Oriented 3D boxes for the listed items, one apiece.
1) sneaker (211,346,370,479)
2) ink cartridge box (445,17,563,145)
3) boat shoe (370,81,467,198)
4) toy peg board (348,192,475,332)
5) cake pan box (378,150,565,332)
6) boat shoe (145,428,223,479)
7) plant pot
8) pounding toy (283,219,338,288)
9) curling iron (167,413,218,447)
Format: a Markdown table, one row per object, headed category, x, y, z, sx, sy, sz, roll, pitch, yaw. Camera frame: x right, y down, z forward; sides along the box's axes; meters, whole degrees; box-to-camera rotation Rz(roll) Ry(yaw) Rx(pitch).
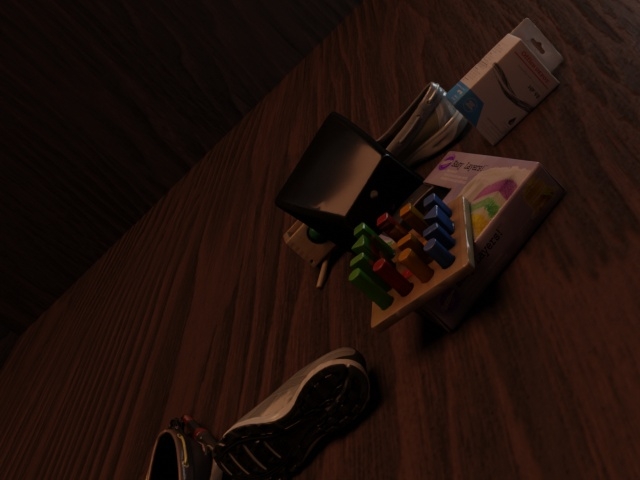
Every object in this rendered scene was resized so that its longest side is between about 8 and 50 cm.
| category | x | y | z | sx | sy | sz | roll | pitch | yaw |
| --- | --- | --- | --- | --- | --- | --- | --- | --- | --- |
| sneaker | -0.036 | 0.246 | 1.134 | 0.271 | 0.100 | 0.108 | -38 | 8 | 17 |
| ink cartridge box | 0.304 | -0.255 | 1.310 | 0.180 | 0.104 | 0.060 | -45 | 20 | 12 |
| boat shoe | 0.130 | -0.176 | 1.528 | 0.320 | 0.103 | 0.118 | -32 | 25 | 40 |
| toy peg board | 0.111 | 0.010 | 1.070 | 0.161 | 0.079 | 0.161 | -38 | 24 | 28 |
| cake pan box | 0.186 | -0.013 | 1.168 | 0.246 | 0.070 | 0.267 | -48 | 20 | -4 |
| boat shoe | -0.215 | 0.413 | 1.145 | 0.117 | 0.097 | 0.324 | -34 | 30 | 30 |
| plant pot | 0.072 | -0.077 | 1.347 | 0.187 | 0.188 | 0.167 | -58 | 32 | -1 |
| pounding toy | 0.000 | 0.000 | 1.516 | 0.130 | 0.100 | 0.141 | -47 | 9 | 2 |
| curling iron | -0.196 | 0.344 | 1.358 | 0.274 | 0.035 | 0.068 | 3 | 75 | 59 |
